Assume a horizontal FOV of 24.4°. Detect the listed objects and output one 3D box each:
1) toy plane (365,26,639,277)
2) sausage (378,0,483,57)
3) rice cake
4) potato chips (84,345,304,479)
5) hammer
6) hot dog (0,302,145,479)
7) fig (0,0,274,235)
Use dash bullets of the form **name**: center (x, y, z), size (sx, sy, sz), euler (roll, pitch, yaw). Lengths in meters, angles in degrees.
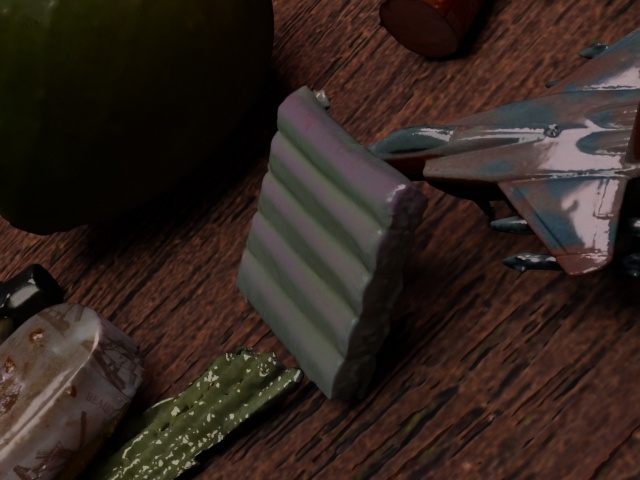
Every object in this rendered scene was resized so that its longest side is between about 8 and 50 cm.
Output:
- **toy plane**: center (0.141, -0.054, 0.972), size (0.326, 0.104, 0.223), euler (-11, 45, 46)
- **sausage**: center (0.135, -0.275, 1.241), size (0.074, 0.074, 0.274), euler (-1, 52, 46)
- **rice cake**: center (0.000, 0.000, 1.041), size (0.198, 0.037, 0.189), euler (-124, 44, -52)
- **potato chips**: center (-0.100, 0.133, 1.087), size (0.207, 0.028, 0.092), euler (-39, 36, 16)
- **hammer**: center (-0.264, 0.166, 1.225), size (0.111, 0.043, 0.365), euler (-33, 37, 15)
- **hot dog**: center (-0.244, 0.161, 1.126), size (0.268, 0.075, 0.144), euler (-42, 46, -15)
- **fig**: center (-0.201, -0.154, 1.301), size (0.316, 0.316, 0.316), euler (-28, 37, 23)
